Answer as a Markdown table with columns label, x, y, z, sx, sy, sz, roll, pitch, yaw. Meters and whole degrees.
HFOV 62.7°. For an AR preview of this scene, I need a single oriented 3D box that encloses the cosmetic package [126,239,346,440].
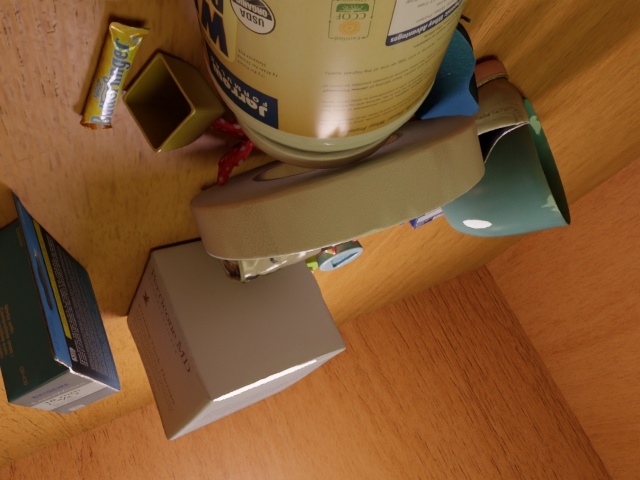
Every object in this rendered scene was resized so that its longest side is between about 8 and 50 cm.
| label | x | y | z | sx | sy | sz | roll | pitch | yaw |
| --- | --- | --- | --- | --- | --- | --- | --- | --- | --- |
| cosmetic package | -0.216 | 0.211 | 1.216 | 0.328 | 0.329 | 0.393 | -14 | 159 | -34 |

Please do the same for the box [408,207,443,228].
| label | x | y | z | sx | sy | sz | roll | pitch | yaw |
| --- | --- | --- | --- | --- | --- | --- | --- | --- | --- |
| box | 0.349 | -0.110 | 1.603 | 0.137 | 0.036 | 0.225 | -25 | 165 | -6 |

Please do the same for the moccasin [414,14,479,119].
| label | x | y | z | sx | sy | sz | roll | pitch | yaw |
| --- | --- | --- | --- | --- | --- | --- | --- | --- | --- |
| moccasin | 0.145 | -0.253 | 0.749 | 0.138 | 0.116 | 0.342 | -18 | 171 | 15 |

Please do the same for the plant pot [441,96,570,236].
| label | x | y | z | sx | sy | sz | roll | pitch | yaw |
| --- | --- | --- | --- | --- | --- | --- | --- | --- | --- |
| plant pot | 0.395 | -0.139 | 1.189 | 0.235 | 0.292 | 0.293 | -19 | 169 | 30 |

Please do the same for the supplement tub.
| label | x | y | z | sx | sy | sz | roll | pitch | yaw |
| --- | --- | --- | --- | --- | --- | --- | --- | --- | --- |
| supplement tub | 0.007 | -0.216 | 0.438 | 0.228 | 0.228 | 0.316 | -23 | 163 | -12 |

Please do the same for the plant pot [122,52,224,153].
| label | x | y | z | sx | sy | sz | roll | pitch | yaw |
| --- | --- | --- | --- | --- | --- | --- | --- | --- | --- |
| plant pot | -0.164 | -0.160 | 0.624 | 0.081 | 0.081 | 0.083 | -36 | 173 | 29 |

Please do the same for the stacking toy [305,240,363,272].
| label | x | y | z | sx | sy | sz | roll | pitch | yaw |
| --- | --- | --- | --- | --- | --- | --- | --- | --- | --- |
| stacking toy | -0.009 | 0.083 | 1.488 | 0.309 | 0.130 | 0.279 | -28 | 163 | 7 |

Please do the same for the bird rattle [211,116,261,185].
| label | x | y | z | sx | sy | sz | roll | pitch | yaw |
| --- | --- | --- | --- | --- | --- | --- | --- | --- | --- |
| bird rattle | -0.031 | -0.163 | 0.739 | 0.254 | 0.143 | 0.207 | -30 | 180 | 23 |

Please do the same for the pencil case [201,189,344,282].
| label | x | y | z | sx | sy | sz | roll | pitch | yaw |
| --- | --- | --- | --- | --- | --- | --- | --- | --- | --- |
| pencil case | -0.007 | -0.067 | 0.984 | 0.411 | 0.160 | 0.183 | -22 | 137 | -15 |

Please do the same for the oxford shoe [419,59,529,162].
| label | x | y | z | sx | sy | sz | roll | pitch | yaw |
| --- | --- | --- | --- | --- | --- | --- | --- | --- | --- |
| oxford shoe | 0.234 | -0.171 | 1.055 | 0.141 | 0.146 | 0.397 | -14 | 160 | -37 |

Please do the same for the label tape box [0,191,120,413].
| label | x | y | z | sx | sy | sz | roll | pitch | yaw |
| --- | --- | --- | --- | --- | --- | --- | --- | --- | --- |
| label tape box | -0.417 | 0.114 | 0.784 | 0.106 | 0.240 | 0.333 | -20 | 162 | -14 |

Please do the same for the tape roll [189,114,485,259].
| label | x | y | z | sx | sy | sz | roll | pitch | yaw |
| --- | --- | --- | --- | --- | --- | --- | --- | --- | --- |
| tape roll | 0.018 | -0.082 | 0.712 | 0.392 | 0.071 | 0.392 | -16 | -164 | 5 |

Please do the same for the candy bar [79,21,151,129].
| label | x | y | z | sx | sy | sz | roll | pitch | yaw |
| --- | --- | --- | --- | --- | --- | --- | --- | --- | --- |
| candy bar | -0.229 | -0.176 | 0.576 | 0.040 | 0.018 | 0.161 | -11 | 157 | -42 |

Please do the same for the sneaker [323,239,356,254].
| label | x | y | z | sx | sy | sz | roll | pitch | yaw |
| --- | --- | --- | --- | --- | --- | --- | --- | --- | --- |
| sneaker | 0.000 | 0.000 | 1.314 | 0.209 | 0.094 | 0.081 | -26 | 165 | 2 |
